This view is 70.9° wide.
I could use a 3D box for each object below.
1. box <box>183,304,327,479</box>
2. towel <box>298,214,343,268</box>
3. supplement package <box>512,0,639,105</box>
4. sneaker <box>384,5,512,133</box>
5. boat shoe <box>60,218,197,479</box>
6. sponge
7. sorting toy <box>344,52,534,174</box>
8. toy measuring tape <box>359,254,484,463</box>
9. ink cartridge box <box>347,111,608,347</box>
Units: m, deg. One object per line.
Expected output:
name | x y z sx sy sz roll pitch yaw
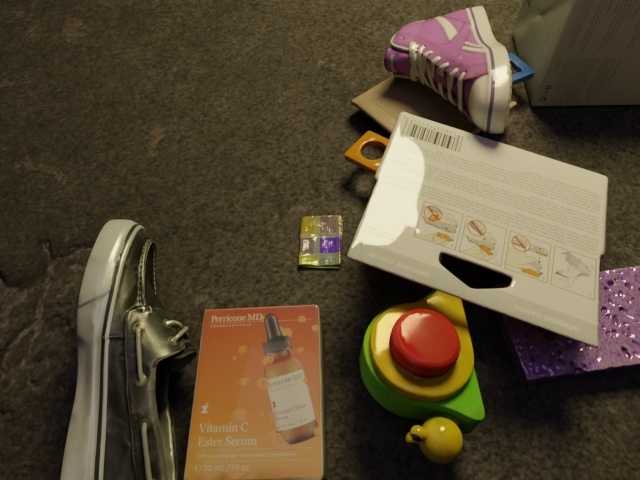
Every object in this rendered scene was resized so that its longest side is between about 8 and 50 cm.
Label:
box | -0.060 0.166 0.482 0.130 0.091 0.170 -4 59 2
towel | 0.000 0.000 0.624 0.060 0.009 0.083 2 59 5
supplement package | 0.470 -0.348 0.686 0.263 0.199 0.198 1 59 5
sneaker | 0.177 -0.241 0.657 0.161 0.102 0.282 -5 45 8
boat shoe | -0.201 0.134 0.512 0.119 0.121 0.335 -3 70 -7
sponge | 0.321 0.096 0.530 0.210 0.031 0.117 -8 59 0
sorting toy | 0.174 -0.208 0.717 0.348 0.047 0.196 -35 58 -16
toy measuring tape | 0.098 0.078 0.518 0.121 0.121 0.330 -3 51 3
ink cartridge box | 0.191 -0.020 0.540 0.275 0.060 0.239 20 61 6
